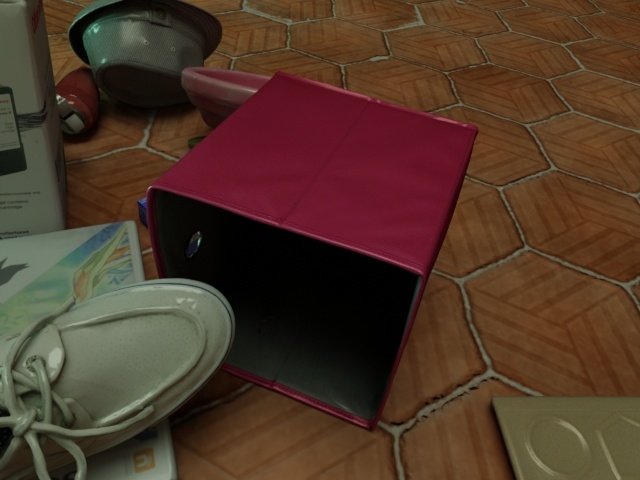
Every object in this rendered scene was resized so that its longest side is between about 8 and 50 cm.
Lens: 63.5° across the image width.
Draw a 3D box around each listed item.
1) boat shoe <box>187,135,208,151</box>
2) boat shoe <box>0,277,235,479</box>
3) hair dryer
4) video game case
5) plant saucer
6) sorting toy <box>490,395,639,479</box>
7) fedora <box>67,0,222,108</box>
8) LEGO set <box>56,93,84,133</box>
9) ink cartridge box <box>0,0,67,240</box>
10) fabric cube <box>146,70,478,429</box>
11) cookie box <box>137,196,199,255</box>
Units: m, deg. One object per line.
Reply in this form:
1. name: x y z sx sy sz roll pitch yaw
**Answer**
1. boat shoe: -0.118 -0.135 0.846 0.080 0.073 0.224 22 24 36
2. boat shoe: -0.234 0.127 0.389 0.367 0.156 0.135 -19 91 -16
3. hair dryer: -0.495 -0.236 0.896 0.224 0.080 0.293 24 46 18
4. video game case: -0.325 0.131 0.533 0.300 0.036 0.329 -10 54 -18
5. plant saucer: -0.064 -0.219 0.867 0.332 0.084 0.332 11 20 -4
6. sorting toy: 0.290 0.250 0.524 0.193 0.038 0.208 2 39 -6
7. fedora: -0.307 -0.326 0.951 0.276 0.244 0.124 1 72 -47
8. LEGO set: -0.481 -0.224 0.789 0.227 0.093 0.087 29 62 23
9. ink cartridge box: -0.392 -0.167 0.632 0.122 0.289 0.211 -5 36 -21
10. fabric cube: 0.000 0.000 0.586 0.259 0.254 0.258 18 45 12
11. cookie box: -0.195 -0.035 0.751 0.107 0.040 0.092 36 50 26
